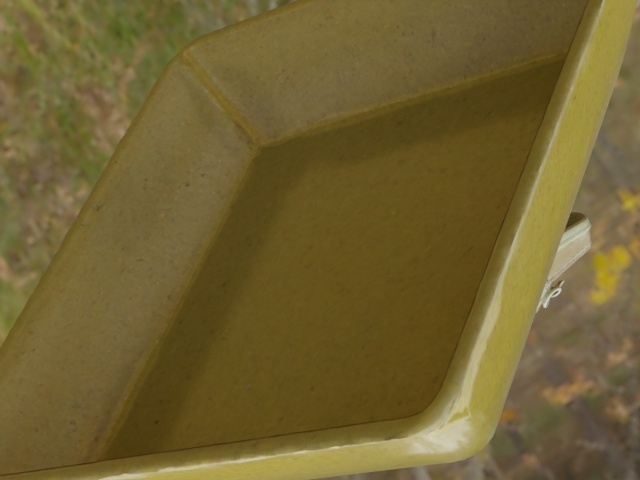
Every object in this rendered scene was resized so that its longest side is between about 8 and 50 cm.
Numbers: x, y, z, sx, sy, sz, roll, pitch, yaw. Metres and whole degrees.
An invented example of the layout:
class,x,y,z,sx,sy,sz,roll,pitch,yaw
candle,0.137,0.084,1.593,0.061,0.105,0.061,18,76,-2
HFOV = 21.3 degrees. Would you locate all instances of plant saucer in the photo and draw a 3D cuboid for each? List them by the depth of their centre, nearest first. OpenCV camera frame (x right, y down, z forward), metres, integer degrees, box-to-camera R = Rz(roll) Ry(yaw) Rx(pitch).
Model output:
class,x,y,z,sx,sy,sz,roll,pitch,yaw
plant saucer,0.000,0.000,0.830,0.333,0.081,0.333,-13,-140,41

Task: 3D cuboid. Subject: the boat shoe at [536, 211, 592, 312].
class,x,y,z,sx,sy,sz,roll,pitch,yaw
boat shoe,0.102,0.041,1.005,0.153,0.048,0.056,-38,-169,2
